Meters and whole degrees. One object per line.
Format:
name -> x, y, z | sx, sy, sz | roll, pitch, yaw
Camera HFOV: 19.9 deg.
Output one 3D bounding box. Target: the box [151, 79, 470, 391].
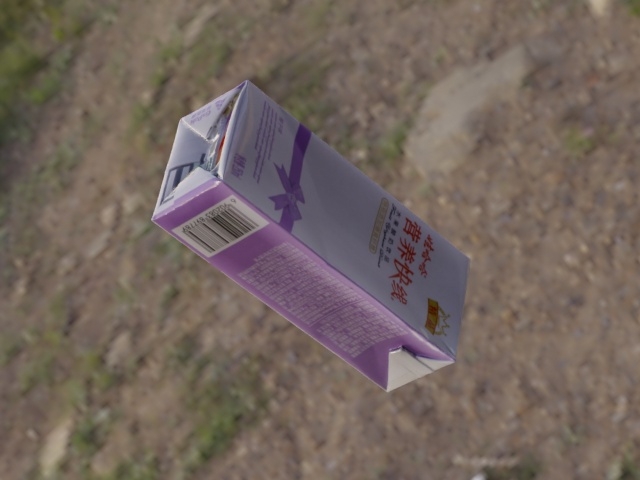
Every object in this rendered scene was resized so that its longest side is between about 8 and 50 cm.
box -> 0.000, 0.000, 0.623 | 0.036, 0.117, 0.050 | -27, 39, 38
